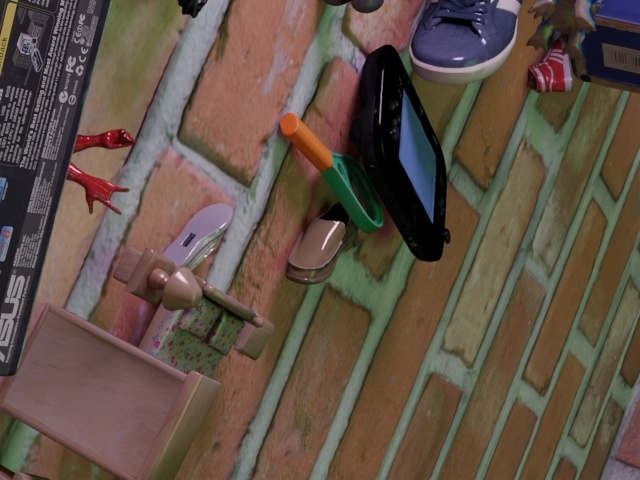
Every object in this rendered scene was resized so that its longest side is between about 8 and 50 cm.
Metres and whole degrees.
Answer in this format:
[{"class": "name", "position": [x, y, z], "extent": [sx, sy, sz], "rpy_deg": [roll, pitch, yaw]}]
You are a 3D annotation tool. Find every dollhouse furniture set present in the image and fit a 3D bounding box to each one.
[{"class": "dollhouse furniture set", "position": [-0.138, 0.194, 1.385], "extent": [0.303, 0.174, 0.355], "rpy_deg": [-63, 153, -5]}]

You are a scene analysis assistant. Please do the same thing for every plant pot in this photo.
[{"class": "plant pot", "position": [0.500, -0.355, 2.212], "extent": [0.212, 0.236, 0.236], "rpy_deg": [-60, 152, -25]}]

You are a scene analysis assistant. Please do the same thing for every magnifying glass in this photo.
[{"class": "magnifying glass", "position": [0.017, -0.081, 1.662], "extent": [0.231, 0.026, 0.092], "rpy_deg": [40, 31, -53]}]

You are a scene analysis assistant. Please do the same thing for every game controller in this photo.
[{"class": "game controller", "position": [0.109, -0.102, 1.789], "extent": [0.319, 0.067, 0.166], "rpy_deg": [57, 43, -58]}]

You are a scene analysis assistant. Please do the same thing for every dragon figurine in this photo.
[{"class": "dragon figurine", "position": [0.313, -0.321, 1.782], "extent": [0.289, 0.085, 0.144], "rpy_deg": [72, 33, -71]}]

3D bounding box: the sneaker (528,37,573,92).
[{"class": "sneaker", "position": [0.348, -0.267, 2.211], "extent": [0.118, 0.067, 0.042], "rpy_deg": [-88, 170, -48]}]

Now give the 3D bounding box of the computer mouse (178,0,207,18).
[{"class": "computer mouse", "position": [-0.110, -0.336, 1.211], "extent": [0.272, 0.072, 0.188], "rpy_deg": [59, 39, -53]}]

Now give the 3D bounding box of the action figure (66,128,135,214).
[{"class": "action figure", "position": [-0.182, -0.123, 1.163], "extent": [0.091, 0.139, 0.280], "rpy_deg": [115, -1, -84]}]

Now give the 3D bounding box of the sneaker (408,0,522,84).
[{"class": "sneaker", "position": [0.198, -0.334, 1.782], "extent": [0.148, 0.131, 0.350], "rpy_deg": [84, 26, -43]}]

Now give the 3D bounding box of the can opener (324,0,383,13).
[{"class": "can opener", "position": [0.057, -0.384, 1.532], "extent": [0.093, 0.074, 0.280], "rpy_deg": [-26, 129, -56]}]

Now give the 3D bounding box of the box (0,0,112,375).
[{"class": "box", "position": [-0.295, -0.108, 0.959], "extent": [0.318, 0.097, 0.395], "rpy_deg": [7, 100, -56]}]

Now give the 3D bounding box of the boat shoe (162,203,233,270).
[{"class": "boat shoe", "position": [-0.124, 0.004, 1.473], "extent": [0.100, 0.035, 0.035], "rpy_deg": [-51, 153, -30]}]

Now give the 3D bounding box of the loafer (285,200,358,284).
[{"class": "loafer", "position": [0.000, 0.000, 1.690], "extent": [0.148, 0.056, 0.050], "rpy_deg": [-55, 148, -52]}]
